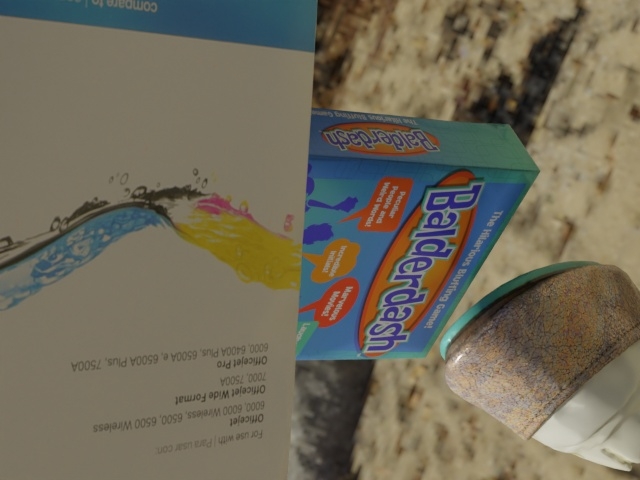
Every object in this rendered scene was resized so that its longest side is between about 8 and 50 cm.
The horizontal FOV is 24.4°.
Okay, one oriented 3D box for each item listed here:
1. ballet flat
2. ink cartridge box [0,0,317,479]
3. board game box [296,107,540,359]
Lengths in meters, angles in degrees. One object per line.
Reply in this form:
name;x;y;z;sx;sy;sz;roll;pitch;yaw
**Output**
ballet flat;0.167;0.077;0.855;0.107;0.106;0.316;-46;-19;16
ink cartridge box;-0.121;-0.012;0.570;0.171;0.168;0.232;6;95;42
board game box;0.000;0.000;0.842;0.047;0.210;0.160;61;138;39
